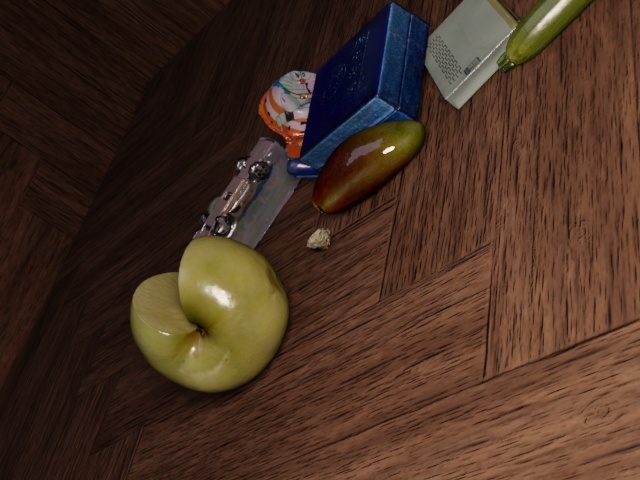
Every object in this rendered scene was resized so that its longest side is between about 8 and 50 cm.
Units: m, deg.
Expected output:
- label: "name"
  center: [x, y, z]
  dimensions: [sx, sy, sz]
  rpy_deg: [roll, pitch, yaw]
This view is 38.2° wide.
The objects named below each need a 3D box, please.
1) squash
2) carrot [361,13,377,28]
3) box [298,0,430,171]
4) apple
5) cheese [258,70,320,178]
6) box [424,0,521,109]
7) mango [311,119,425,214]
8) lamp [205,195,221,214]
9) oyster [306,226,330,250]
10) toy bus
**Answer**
- label: "squash"
  center: [0.391, -0.380, 1.554]
  dimensions: [0.252, 0.066, 0.066]
  rpy_deg: [-46, 25, 20]
- label: "carrot"
  center: [0.125, -0.463, 2.133]
  dimensions: [0.087, 0.087, 0.193]
  rpy_deg: [-37, 27, 34]
- label: "box"
  center: [0.088, -0.303, 1.890]
  dimensions: [0.279, 0.116, 0.261]
  rpy_deg: [-34, 36, 47]
- label: "apple"
  center: [-0.201, 0.131, 1.705]
  dimensions: [0.292, 0.292, 0.254]
  rpy_deg: [-44, 2, 21]
- label: "cheese"
  center: [-0.030, -0.262, 2.061]
  dimensions: [0.129, 0.216, 0.329]
  rpy_deg: [95, 173, -50]
- label: "box"
  center: [0.283, -0.371, 1.765]
  dimensions: [0.211, 0.045, 0.270]
  rpy_deg: [-47, 25, 18]
- label: "mango"
  center: [0.083, -0.148, 1.760]
  dimensions: [0.267, 0.111, 0.133]
  rpy_deg: [-36, 18, 25]
- label: "lamp"
  center: [-0.225, -0.057, 2.208]
  dimensions: [0.105, 0.105, 0.105]
  rpy_deg: [-41, 27, 27]
- label: "oyster"
  center: [0.002, 0.000, 1.824]
  dimensions: [0.054, 0.019, 0.083]
  rpy_deg: [-56, 22, -8]
- label: "toy bus"
  center: [-0.167, -0.075, 2.097]
  dimensions: [0.317, 0.138, 0.112]
  rpy_deg: [-55, 29, -5]
